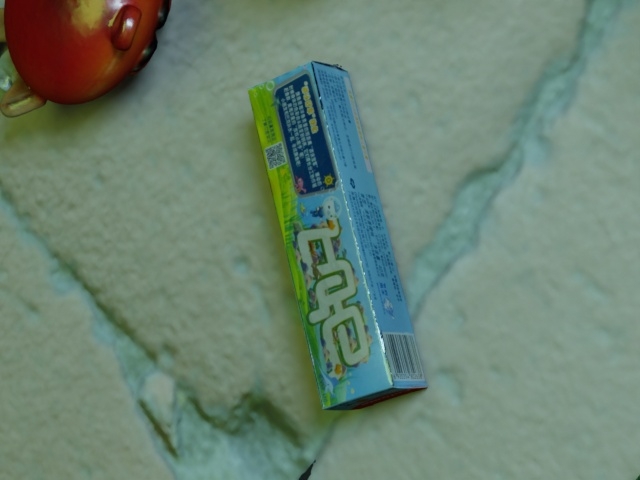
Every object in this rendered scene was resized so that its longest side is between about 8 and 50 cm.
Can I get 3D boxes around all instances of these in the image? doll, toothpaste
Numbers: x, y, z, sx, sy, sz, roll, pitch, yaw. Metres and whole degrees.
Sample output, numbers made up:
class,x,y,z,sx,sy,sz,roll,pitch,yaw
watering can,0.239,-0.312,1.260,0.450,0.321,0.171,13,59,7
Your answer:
class,x,y,z,sx,sy,sz,roll,pitch,yaw
doll,-0.157,-0.161,1.046,0.217,0.085,0.183,19,95,50
toothpaste,0.000,0.000,0.951,0.070,0.044,0.193,-21,75,29

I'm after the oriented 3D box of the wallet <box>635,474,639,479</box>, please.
class,x,y,z,sx,sy,sz,roll,pitch,yaw
wallet,0.225,0.146,0.794,0.160,0.055,0.236,41,107,21
